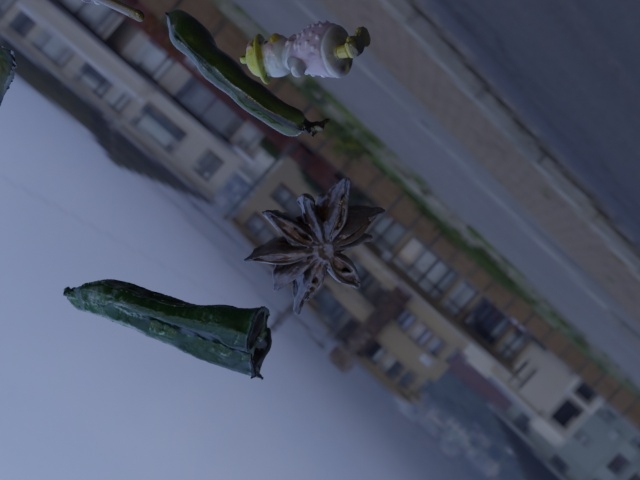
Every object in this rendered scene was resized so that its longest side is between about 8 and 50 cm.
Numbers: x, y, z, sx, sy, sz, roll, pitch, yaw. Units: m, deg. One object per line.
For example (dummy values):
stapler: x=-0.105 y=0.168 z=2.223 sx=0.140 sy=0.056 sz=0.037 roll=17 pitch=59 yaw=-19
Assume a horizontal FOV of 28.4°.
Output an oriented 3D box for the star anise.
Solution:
star anise: x=0.000 y=0.000 z=1.650 sx=0.195 sy=0.182 sz=0.065 roll=50 pitch=-177 yaw=-35

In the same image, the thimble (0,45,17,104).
thimble: x=-0.475 y=-0.162 z=1.365 sx=0.150 sy=0.271 sz=0.271 roll=44 pitch=-176 yaw=3

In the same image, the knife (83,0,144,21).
knife: x=-0.332 y=-0.348 z=1.791 sx=0.256 sy=0.022 sz=0.046 roll=29 pitch=177 yaw=35

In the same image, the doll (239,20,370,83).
doll: x=-0.026 y=-0.268 z=1.802 sx=0.207 sy=0.129 sz=0.081 roll=-2 pitch=123 yaw=30

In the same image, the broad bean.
broad bean: x=-0.092 y=-0.178 z=1.362 sx=0.227 sy=0.039 sz=0.069 roll=39 pitch=-147 yaw=12

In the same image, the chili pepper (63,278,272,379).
chili pepper: x=-0.161 y=0.080 z=1.279 sx=0.227 sy=0.059 sz=0.088 roll=13 pitch=132 yaw=17
